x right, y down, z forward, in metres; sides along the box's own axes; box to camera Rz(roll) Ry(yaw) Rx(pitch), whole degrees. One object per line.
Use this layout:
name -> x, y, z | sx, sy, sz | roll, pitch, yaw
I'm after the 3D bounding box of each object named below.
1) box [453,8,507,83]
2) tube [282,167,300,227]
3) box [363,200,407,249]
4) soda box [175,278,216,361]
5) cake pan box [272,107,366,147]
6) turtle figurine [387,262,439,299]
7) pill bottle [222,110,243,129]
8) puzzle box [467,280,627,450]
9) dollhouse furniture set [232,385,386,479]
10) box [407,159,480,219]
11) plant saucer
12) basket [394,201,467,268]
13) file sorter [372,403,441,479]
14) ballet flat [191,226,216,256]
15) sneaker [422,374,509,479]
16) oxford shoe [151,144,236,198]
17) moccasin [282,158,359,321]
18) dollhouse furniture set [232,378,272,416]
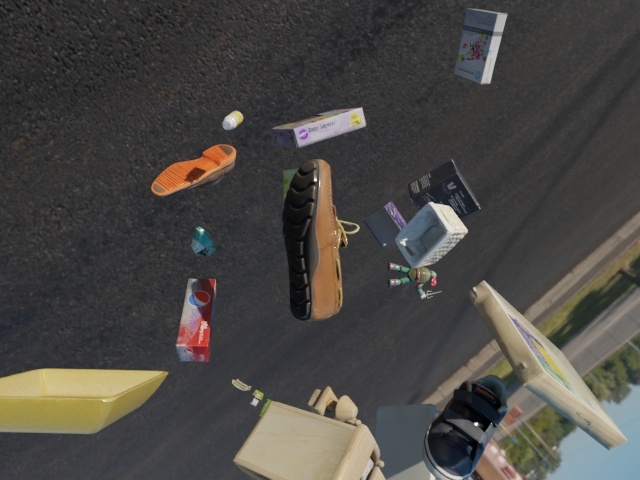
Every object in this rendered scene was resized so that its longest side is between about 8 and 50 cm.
box -> 0.465, -0.573, 1.315 | 0.038, 0.145, 0.186 | -8, 124, -17
tube -> -0.105, -0.151, 1.630 | 0.070, 0.239, 0.062 | 7, 166, -15
box -> 0.279, -0.067, 1.865 | 0.108, 0.153, 0.207 | -33, -179, 20
soda box -> -0.377, 0.240, 1.376 | 0.092, 0.263, 0.083 | 3, 132, -9
cake pan box -> -0.014, -0.378, 1.496 | 0.246, 0.267, 0.070 | -19, 109, -15
turtle figurine -> 0.413, 0.156, 1.946 | 0.235, 0.175, 0.118 | 4, 144, -2
pill bottle -> -0.280, -0.377, 1.412 | 0.083, 0.044, 0.043 | -65, 178, -54
puzzle box -> 0.518, 0.286, 1.028 | 0.409, 0.272, 0.052 | 37, 112, -28
dollhouse furniture set -> 0.028, 0.426, 0.679 | 0.303, 0.174, 0.355 | -51, 126, -38
box -> 0.380, -0.136, 1.381 | 0.158, 0.093, 0.156 | -29, 120, 23
plant saucer -> -0.548, 0.344, 0.968 | 0.334, 0.080, 0.332 | 1, 172, 0
basket -> 0.311, -0.013, 1.249 | 0.103, 0.113, 0.167 | -1, 142, -38
file sorter -> 0.272, 0.613, 1.217 | 0.173, 0.277, 0.193 | 31, 143, -31
ballet flat -> -0.496, 0.020, 1.876 | 0.087, 0.083, 0.247 | -50, 172, -14
sneaker -> 0.339, 0.410, 1.023 | 0.321, 0.126, 0.127 | -23, 139, -53
oxford shoe -> -0.460, -0.230, 1.676 | 0.364, 0.130, 0.132 | -35, 150, -35
moccasin -> 0.002, 0.000, 1.058 | 0.147, 0.139, 0.379 | -6, 90, -40
dollhouse furniture set -> -0.237, 0.520, 1.476 | 0.058, 0.152, 0.076 | -61, 172, -12
